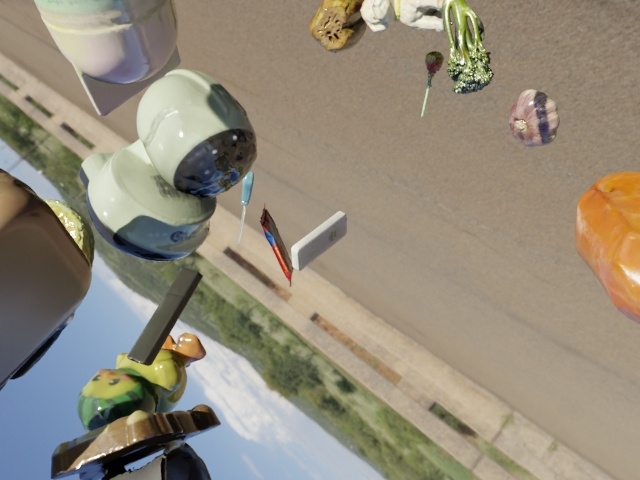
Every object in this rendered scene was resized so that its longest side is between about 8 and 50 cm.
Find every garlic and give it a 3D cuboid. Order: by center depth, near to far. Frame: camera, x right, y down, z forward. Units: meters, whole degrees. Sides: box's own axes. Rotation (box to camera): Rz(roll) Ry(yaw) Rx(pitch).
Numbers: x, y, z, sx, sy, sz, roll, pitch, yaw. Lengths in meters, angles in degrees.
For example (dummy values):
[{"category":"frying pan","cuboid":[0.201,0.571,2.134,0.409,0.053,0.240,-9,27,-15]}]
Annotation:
[{"category":"garlic","cuboid":[0.584,-0.330,1.500,0.147,0.102,0.159,26,136,51]}]

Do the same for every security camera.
[{"category":"security camera","cuboid":[-0.208,-0.116,0.807,0.197,0.277,0.191,-8,-123,-51]}]

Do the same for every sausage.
[{"category":"sausage","cuboid":[0.438,0.009,0.725,0.268,0.153,0.141,-82,-20,-58]}]

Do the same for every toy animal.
[{"category":"toy animal","cuboid":[0.188,-0.542,1.233,0.185,0.184,0.104,-4,138,15]},{"category":"toy animal","cuboid":[-0.464,0.387,1.420,0.216,0.338,0.191,-1,111,29]}]

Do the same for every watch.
[{"category":"watch","cuboid":[-0.331,0.523,1.063,0.335,0.314,0.327,72,175,-70]}]

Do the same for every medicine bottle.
[{"category":"medicine bottle","cuboid":[-0.389,-0.442,0.987,0.236,0.236,0.406,36,153,28]}]

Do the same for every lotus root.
[{"category":"lotus root","cuboid":[0.074,-0.734,1.805,0.193,0.291,0.193,10,131,11]}]

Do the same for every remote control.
[{"category":"remote control","cuboid":[-0.344,0.164,1.212,0.063,0.245,0.025,12,147,18]},{"category":"remote control","cuboid":[0.000,0.000,1.818,0.034,0.250,0.103,30,142,31]}]

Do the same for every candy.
[{"category":"candy","cuboid":[0.335,-0.481,1.676,0.060,0.201,0.060,10,-168,-2]}]

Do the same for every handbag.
[{"category":"handbag","cuboid":[-0.403,0.086,0.607,0.149,0.302,0.283,28,158,23]}]

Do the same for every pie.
[{"category":"pie","cuboid":[-0.670,0.042,1.296,0.302,0.302,0.067,39,-177,17]}]

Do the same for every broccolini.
[{"category":"broccolini","cuboid":[0.245,-0.454,0.961,0.074,0.079,0.392,-176,82,-87]}]

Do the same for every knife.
[{"category":"knife","cuboid":[-0.224,-0.087,1.587,0.032,0.244,0.058,3,-153,-18]}]

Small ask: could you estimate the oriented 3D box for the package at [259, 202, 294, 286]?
[{"category":"package","cuboid":[-0.102,0.012,1.299,0.083,0.022,0.200,-92,-17,-59]}]
